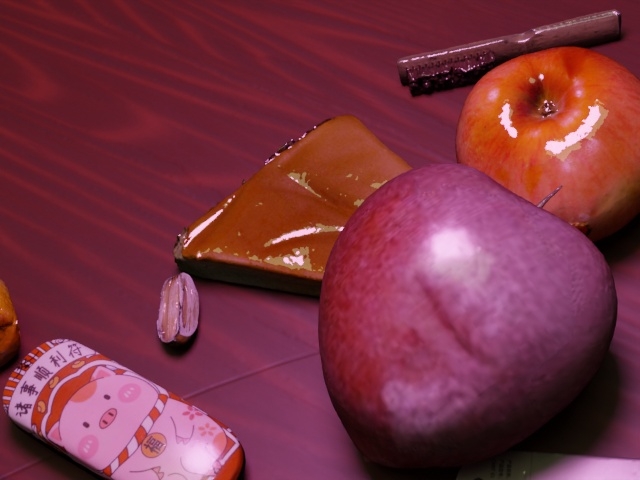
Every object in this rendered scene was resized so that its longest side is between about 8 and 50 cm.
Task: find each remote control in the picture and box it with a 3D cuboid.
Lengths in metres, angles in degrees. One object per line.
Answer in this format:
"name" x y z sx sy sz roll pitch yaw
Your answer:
"remote control" 0.241 0.226 1.184 0.245 0.022 0.077 1 55 15

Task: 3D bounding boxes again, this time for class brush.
"brush" 0.209 -0.203 1.470 0.248 0.043 0.036 -12 62 5

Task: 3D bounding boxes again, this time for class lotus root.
"lotus root" -0.145 0.076 1.372 0.037 0.030 0.083 -28 44 33

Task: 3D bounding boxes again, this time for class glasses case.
"glasses case" -0.192 0.180 1.288 0.267 0.067 0.103 24 63 26

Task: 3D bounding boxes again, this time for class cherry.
"cherry" 0.119 0.068 1.200 0.261 0.221 0.307 34 90 17

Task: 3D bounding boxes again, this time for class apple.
"apple" 0.235 -0.093 1.314 0.209 0.164 0.209 -8 55 11

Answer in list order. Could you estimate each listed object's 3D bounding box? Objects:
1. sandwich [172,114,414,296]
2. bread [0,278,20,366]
"sandwich" 0.000 0.000 1.369 0.245 0.063 0.212 -39 58 -12
"bread" -0.426 0.114 1.370 0.246 0.102 0.094 -20 52 -2
